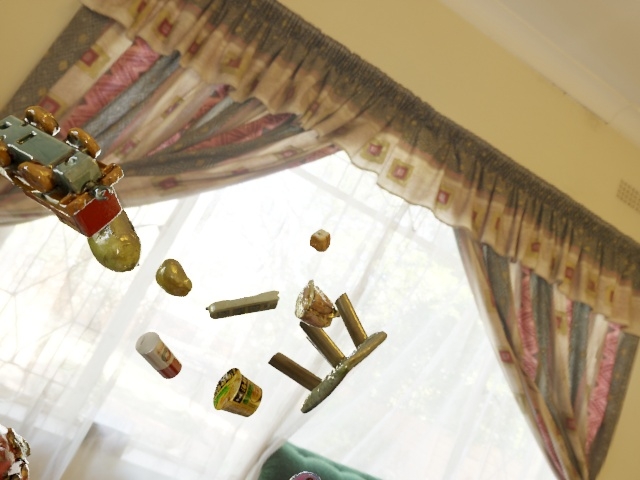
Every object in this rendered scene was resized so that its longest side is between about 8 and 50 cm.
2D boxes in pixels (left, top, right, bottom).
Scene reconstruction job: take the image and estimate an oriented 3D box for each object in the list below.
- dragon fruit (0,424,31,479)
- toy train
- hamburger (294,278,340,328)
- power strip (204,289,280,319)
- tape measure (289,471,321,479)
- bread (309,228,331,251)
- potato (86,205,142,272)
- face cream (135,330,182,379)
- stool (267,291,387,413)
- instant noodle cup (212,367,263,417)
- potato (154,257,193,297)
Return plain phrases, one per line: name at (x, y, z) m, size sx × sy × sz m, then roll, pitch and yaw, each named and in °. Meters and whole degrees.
dragon fruit at (-0.739, 0.500, 0.920) m, size 0.269 × 0.291 × 0.250 m, roll -3°, pitch 35°, yaw -37°
toy train at (-0.612, -0.151, 1.060) m, size 0.369 × 0.163 × 0.231 m, roll 27°, pitch -36°, yaw 17°
hamburger at (-0.009, 0.175, 1.148) m, size 0.102 × 0.087 × 0.176 m, roll 44°, pitch 4°, yaw -12°
power strip at (-0.291, 0.246, 1.727) m, size 0.286 × 0.048 × 0.080 m, roll -7°, pitch -41°, yaw -19°
tape measure at (-0.051, 0.744, 1.343) m, size 0.118 × 0.074 × 0.125 m, roll -20°, pitch 24°, yaw -36°
bread at (0.002, 0.000, 1.927) m, size 0.077 × 0.083 × 0.070 m, roll 28°, pitch -53°, yaw 23°
potato at (-0.649, -0.017, 1.430) m, size 0.169 × 0.143 × 0.248 m, roll 95°, pitch -29°, yaw -62°
face cream at (-0.626, 0.451, 1.777) m, size 0.096 × 0.096 × 0.214 m, roll 18°, pitch -35°, yaw 29°
stool at (0.023, 0.375, 1.533) m, size 0.226 × 0.310 × 0.310 m, roll 46°, pitch 33°, yaw 17°
instant noodle cup at (-0.278, 0.527, 1.563) m, size 0.122 × 0.151 × 0.151 m, roll 36°, pitch -16°, yaw -28°
potato at (-0.695, 0.185, 2.175) m, size 0.194 × 0.157 × 0.157 m, roll 43°, pitch -18°, yaw -16°
